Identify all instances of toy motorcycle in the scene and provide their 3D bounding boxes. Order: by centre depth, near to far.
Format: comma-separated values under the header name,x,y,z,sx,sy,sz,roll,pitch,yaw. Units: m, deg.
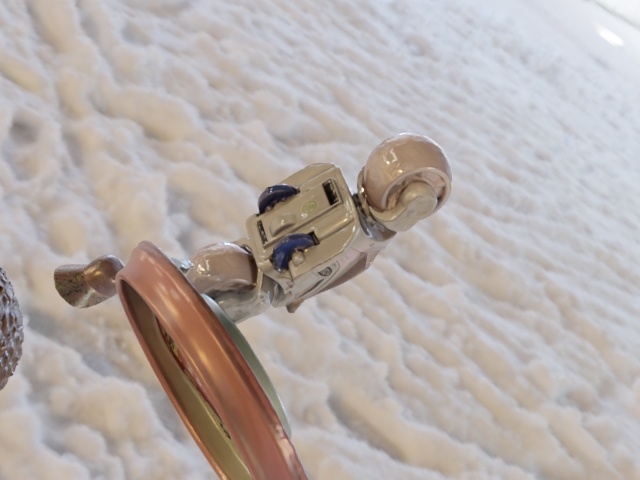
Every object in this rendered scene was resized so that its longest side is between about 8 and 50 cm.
name,x,y,z,sx,sy,sz,roll,pitch,yaw
toy motorcycle,0.000,0.000,0.870,0.112,0.254,0.112,57,11,-18

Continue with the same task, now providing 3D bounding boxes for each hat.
name,x,y,z,sx,sy,sz,roll,pitch,yaw
hat,-0.253,0.041,1.160,0.087,0.042,0.058,0,56,-39

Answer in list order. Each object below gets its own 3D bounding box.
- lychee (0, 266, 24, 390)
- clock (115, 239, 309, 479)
name,x,y,z,sx,sy,sz,roll,pitch,yaw
lychee,-0.373,0.085,0.972,0.194,0.194,0.194,30,24,-15
clock,-0.077,0.108,0.777,0.056,0.244,0.244,-29,60,-18
